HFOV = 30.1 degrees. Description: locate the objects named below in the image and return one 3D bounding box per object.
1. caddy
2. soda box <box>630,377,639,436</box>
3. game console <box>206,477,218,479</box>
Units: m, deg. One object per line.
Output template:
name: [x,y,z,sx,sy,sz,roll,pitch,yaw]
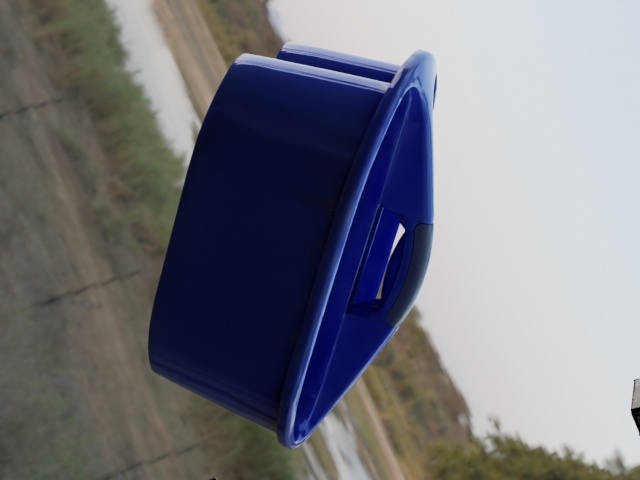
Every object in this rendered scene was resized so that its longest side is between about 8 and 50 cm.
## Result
caddy: [0.000,0.000,0.961,0.241,0.179,0.341,-43,151,-68]
soda box: [0.322,0.117,0.890,0.053,0.169,0.060,67,22,-10]
game console: [-0.006,0.325,0.780,0.361,0.044,0.213,34,-45,55]
